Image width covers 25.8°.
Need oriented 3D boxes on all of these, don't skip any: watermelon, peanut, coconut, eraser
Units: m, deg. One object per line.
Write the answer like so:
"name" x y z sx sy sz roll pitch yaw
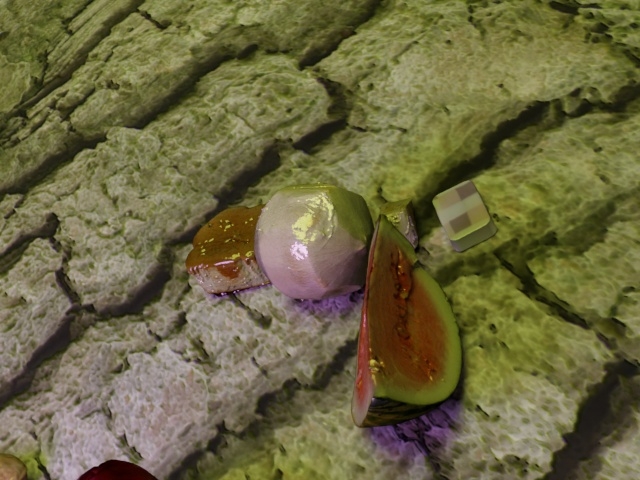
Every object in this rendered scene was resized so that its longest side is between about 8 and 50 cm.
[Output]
"watermelon" 0.109 0.128 1.696 0.128 0.159 0.303 6 43 0
"peanut" -0.484 0.336 1.917 0.192 0.089 0.089 -9 43 22
"coconut" 0.001 -0.002 1.888 0.162 0.161 0.161 -3 46 33
"eraser" 0.194 -0.034 1.894 0.065 0.026 0.105 -28 37 10

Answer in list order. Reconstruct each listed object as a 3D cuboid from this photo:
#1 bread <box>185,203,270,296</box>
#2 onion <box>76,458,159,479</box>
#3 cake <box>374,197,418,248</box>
"bread" -0.118 0.011 2.030 0.140 0.069 0.128 -13 40 22
"onion" -0.222 0.391 1.610 0.272 0.195 0.272 -37 45 49
"cake" 0.105 -0.036 1.937 0.052 0.065 0.121 -20 32 12
